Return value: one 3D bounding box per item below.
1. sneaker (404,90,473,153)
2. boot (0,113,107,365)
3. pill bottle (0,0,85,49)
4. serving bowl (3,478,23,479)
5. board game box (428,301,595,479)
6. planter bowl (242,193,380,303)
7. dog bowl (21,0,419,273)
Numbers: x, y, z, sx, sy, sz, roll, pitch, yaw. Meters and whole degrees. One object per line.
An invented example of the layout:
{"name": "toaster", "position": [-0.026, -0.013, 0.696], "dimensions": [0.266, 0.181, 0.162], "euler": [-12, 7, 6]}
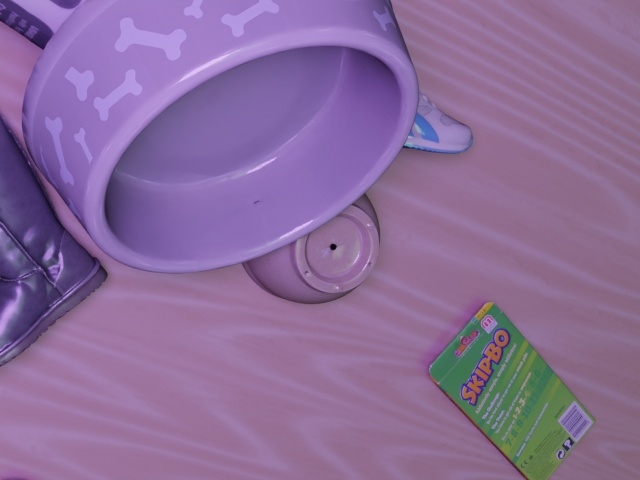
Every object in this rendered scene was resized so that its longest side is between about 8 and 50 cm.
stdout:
{"name": "sneaker", "position": [0.078, -0.154, 0.963], "dimensions": [0.228, 0.087, 0.092], "euler": [14, 93, -26]}
{"name": "boot", "position": [-0.330, 0.002, 0.835], "dimensions": [0.189, 0.076, 0.208], "euler": [-45, 121, -24]}
{"name": "pill bottle", "position": [-0.242, -0.287, 0.743], "dimensions": [0.361, 0.204, 0.204], "euler": [34, 87, -24]}
{"name": "serving bowl", "position": [-0.330, 0.289, 0.916], "dimensions": [0.083, 0.027, 0.083], "euler": [-4, 102, -22]}
{"name": "board game box", "position": [0.248, 0.201, 1.129], "dimensions": [0.124, 0.039, 0.259], "euler": [-47, 116, -8]}
{"name": "planter bowl", "position": [0.000, 0.000, 0.949], "dimensions": [0.162, 0.109, 0.162], "euler": [-5, 103, -21]}
{"name": "dog bowl", "position": [-0.069, -0.098, 0.754], "dimensions": [0.348, 0.349, 0.102], "euler": [-20, 63, -17]}
